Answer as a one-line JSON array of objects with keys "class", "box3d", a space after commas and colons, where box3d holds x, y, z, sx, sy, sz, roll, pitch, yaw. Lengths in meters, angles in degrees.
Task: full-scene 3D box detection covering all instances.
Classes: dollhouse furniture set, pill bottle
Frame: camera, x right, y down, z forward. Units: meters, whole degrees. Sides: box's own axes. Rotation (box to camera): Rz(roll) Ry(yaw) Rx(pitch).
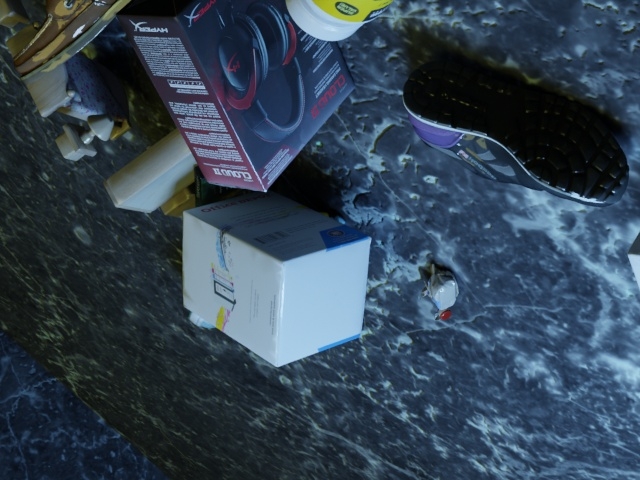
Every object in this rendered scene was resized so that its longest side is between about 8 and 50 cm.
[{"class": "dollhouse furniture set", "box3d": [-0.292, -0.238, 1.732, 0.356, 0.173, 0.303, 61, -164, 15]}, {"class": "pill bottle", "box3d": [0.044, -0.310, 1.223, 0.119, 0.119, 0.208, 41, 151, -5]}]

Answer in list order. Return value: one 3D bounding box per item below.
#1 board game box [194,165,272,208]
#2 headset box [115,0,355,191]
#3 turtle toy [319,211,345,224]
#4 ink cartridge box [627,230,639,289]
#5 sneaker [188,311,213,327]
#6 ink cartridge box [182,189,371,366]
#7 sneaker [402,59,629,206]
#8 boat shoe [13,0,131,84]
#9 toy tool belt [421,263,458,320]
[{"class": "board game box", "box3d": [-0.134, -0.072, 1.748, 0.026, 0.126, 0.186, 58, 159, 26]}, {"class": "headset box", "box3d": [-0.089, -0.220, 1.394, 0.110, 0.218, 0.293, 11, 140, 39]}, {"class": "turtle toy", "box3d": [0.000, 0.000, 1.751, 0.130, 0.066, 0.095, -4, 101, 50]}, {"class": "ink cartridge box", "box3d": [0.427, 0.047, 1.312, 0.060, 0.104, 0.180, 7, 139, 41]}, {"class": "sneaker", "box3d": [-0.108, 0.138, 2.008, 0.208, 0.127, 0.319, 42, 151, -4]}, {"class": "ink cartridge box", "box3d": [-0.071, 0.048, 1.662, 0.232, 0.171, 0.168, 27, 122, 42]}, {"class": "sneaker", "box3d": [0.234, -0.114, 1.333, 0.283, 0.107, 0.124, 31, 165, 21]}, {"class": "boat shoe", "box3d": [-0.316, -0.332, 1.513, 0.307, 0.111, 0.104, -34, 111, 20]}, {"class": "toy tool belt", "box3d": [0.179, 0.076, 1.692, 0.051, 0.052, 0.083, 57, 162, 38]}]
